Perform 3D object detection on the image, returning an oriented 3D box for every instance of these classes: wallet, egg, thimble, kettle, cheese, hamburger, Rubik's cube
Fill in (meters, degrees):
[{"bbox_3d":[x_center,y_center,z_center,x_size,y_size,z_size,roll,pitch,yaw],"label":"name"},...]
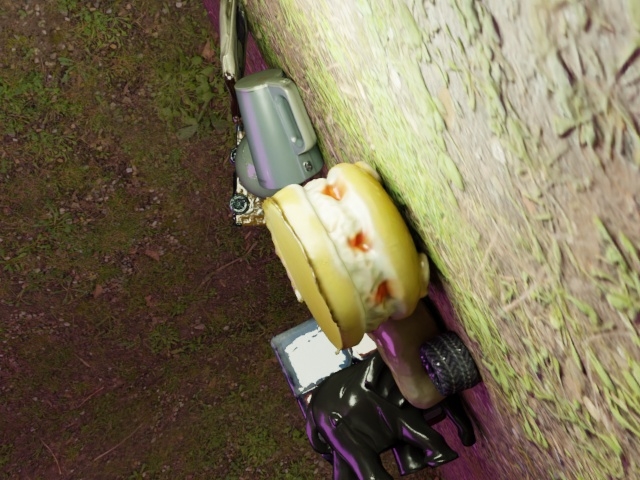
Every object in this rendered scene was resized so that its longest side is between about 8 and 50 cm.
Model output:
[{"bbox_3d":[-0.204,-0.441,1.759,0.335,0.068,0.275,95,169,-80],"label":"wallet"},{"bbox_3d":[-0.128,-0.209,1.934,0.203,0.202,0.283,63,180,-5],"label":"egg"},{"bbox_3d":[0.200,0.197,1.135,0.104,0.066,0.095,-127,12,-71],"label":"thimble"},{"bbox_3d":[-0.088,-0.250,1.621,0.210,0.159,0.243,27,143,52],"label":"kettle"},{"bbox_3d":[0.158,0.184,1.282,0.218,0.117,0.235,60,179,12],"label":"cheese"},{"bbox_3d":[0.048,0.026,1.101,0.261,0.186,0.303,60,166,29],"label":"hamburger"},{"bbox_3d":[0.101,0.334,1.738,0.318,0.313,0.316,63,177,22],"label":"Rubik's cube"}]

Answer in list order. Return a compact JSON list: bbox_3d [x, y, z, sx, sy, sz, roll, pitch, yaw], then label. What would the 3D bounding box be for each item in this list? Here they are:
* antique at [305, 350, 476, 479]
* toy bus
[{"bbox_3d":[0.124,0.352,1.451,0.185,0.322,0.255,42,-153,-70],"label":"antique"},{"bbox_3d":[-0.194,-0.206,2.307,0.162,0.194,0.324,-153,64,-82],"label":"toy bus"}]
